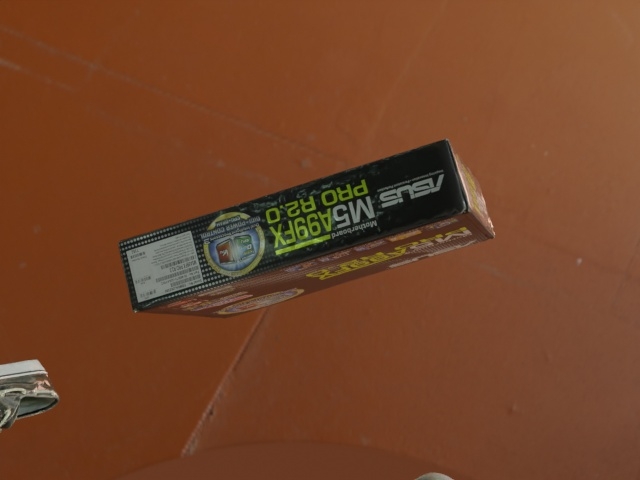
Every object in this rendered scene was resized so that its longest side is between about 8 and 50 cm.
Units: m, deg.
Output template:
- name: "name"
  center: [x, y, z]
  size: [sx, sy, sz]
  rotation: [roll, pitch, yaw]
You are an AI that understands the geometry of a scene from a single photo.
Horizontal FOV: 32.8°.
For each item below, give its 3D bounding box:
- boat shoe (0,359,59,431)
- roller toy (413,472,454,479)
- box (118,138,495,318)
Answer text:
- name: "boat shoe"
  center: [-0.412, 0.203, 1.372]
  size: [0.078, 0.219, 0.070]
  rotation: [-45, 75, 23]
- name: "roller toy"
  center: [0.118, 0.374, 1.235]
  size: [0.146, 0.191, 0.209]
  rotation: [-25, 55, -18]
- name: "box"
  center: [0.000, 0.000, 0.902]
  size: [0.270, 0.216, 0.060]
  rotation: [-17, 80, 11]
